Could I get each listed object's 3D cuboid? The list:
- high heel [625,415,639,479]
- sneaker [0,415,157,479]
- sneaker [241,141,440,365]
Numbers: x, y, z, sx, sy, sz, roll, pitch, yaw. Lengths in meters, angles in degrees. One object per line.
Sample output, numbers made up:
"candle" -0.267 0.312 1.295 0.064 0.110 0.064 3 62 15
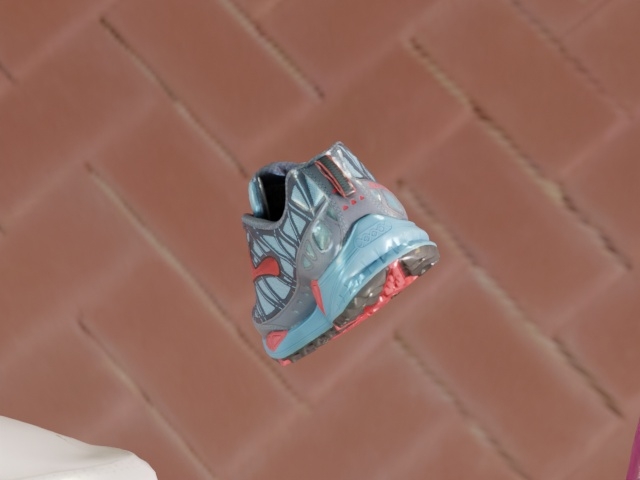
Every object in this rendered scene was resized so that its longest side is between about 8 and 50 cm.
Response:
"high heel" 0.290 0.232 1.676 0.082 0.244 0.117 1 31 -9
"sneaker" -0.181 0.032 0.472 0.297 0.111 0.129 12 87 -3
"sneaker" 0.000 0.000 1.330 0.104 0.262 0.125 -30 85 -22
